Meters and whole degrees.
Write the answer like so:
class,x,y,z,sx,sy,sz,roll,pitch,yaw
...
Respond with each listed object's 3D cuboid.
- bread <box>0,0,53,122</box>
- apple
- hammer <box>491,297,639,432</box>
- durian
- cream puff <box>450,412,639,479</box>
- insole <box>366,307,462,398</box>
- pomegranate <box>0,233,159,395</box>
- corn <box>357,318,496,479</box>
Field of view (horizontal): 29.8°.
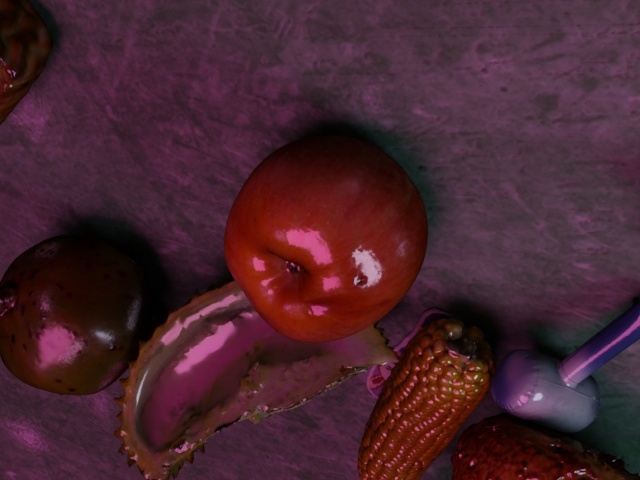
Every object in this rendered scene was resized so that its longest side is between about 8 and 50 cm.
class,x,y,z,sx,sy,sz,roll,pitch,yaw
bread,-0.400,-0.210,1.316,0.181,0.096,0.222,46,139,-9
apple,0.000,0.000,1.189,0.209,0.164,0.209,18,131,21
hammer,0.266,0.116,1.183,0.116,0.069,0.194,23,129,-29
durian,-0.092,0.145,1.340,0.355,0.169,0.157,-34,118,18
cream puff,0.240,0.277,1.237,0.240,0.240,0.164,22,93,16
insole,0.106,0.134,1.353,0.065,0.004,0.197,37,138,0
pomegranate,-0.273,0.105,1.440,0.246,0.198,0.198,40,137,-8
corn,0.112,0.180,1.314,0.101,0.101,0.310,31,143,7
